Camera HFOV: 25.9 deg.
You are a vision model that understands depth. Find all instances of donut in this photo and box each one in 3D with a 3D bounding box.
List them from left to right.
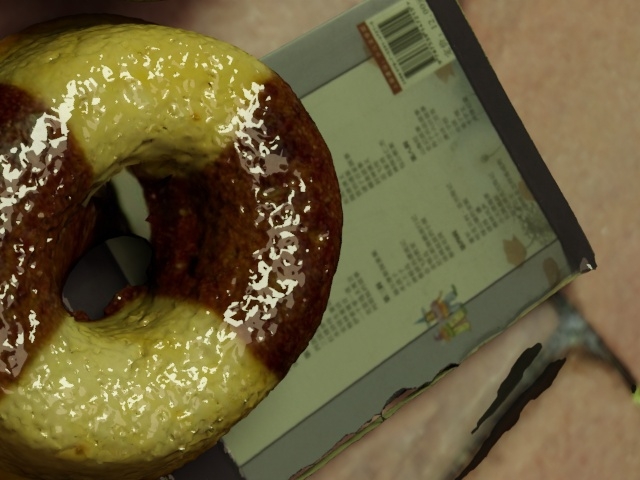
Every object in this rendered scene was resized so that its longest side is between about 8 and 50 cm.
[{"bbox_3d":[-0.069,0.001,0.497,0.184,0.073,0.166,-43,104,-24],"label":"donut"}]

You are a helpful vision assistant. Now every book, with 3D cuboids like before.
[{"bbox_3d":[0.000,0.000,0.585,0.231,0.026,0.157,-33,96,-27],"label":"book"}]
